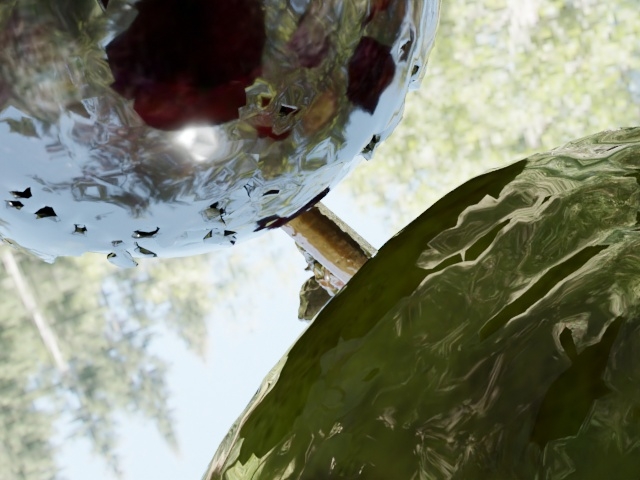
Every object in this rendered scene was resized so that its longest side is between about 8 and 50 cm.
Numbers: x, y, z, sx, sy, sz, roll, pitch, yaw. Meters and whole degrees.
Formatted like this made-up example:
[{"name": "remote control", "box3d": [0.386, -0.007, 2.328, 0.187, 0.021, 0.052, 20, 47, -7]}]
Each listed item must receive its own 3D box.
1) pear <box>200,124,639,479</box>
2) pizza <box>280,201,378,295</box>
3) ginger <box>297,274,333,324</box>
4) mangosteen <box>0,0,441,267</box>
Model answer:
[{"name": "pear", "box3d": [0.122, 0.159, 0.444, 0.352, 0.413, 0.352, 0, -161, 0]}, {"name": "pizza", "box3d": [0.000, 0.000, 1.081, 0.052, 0.185, 0.195, -47, -169, 2]}, {"name": "ginger", "box3d": [0.038, 0.122, 1.211, 0.084, 0.122, 0.290, -19, -140, 1]}, {"name": "mangosteen", "box3d": [-0.142, -0.160, 0.762, 0.421, 0.381, 0.381, -13, -158, -9]}]
